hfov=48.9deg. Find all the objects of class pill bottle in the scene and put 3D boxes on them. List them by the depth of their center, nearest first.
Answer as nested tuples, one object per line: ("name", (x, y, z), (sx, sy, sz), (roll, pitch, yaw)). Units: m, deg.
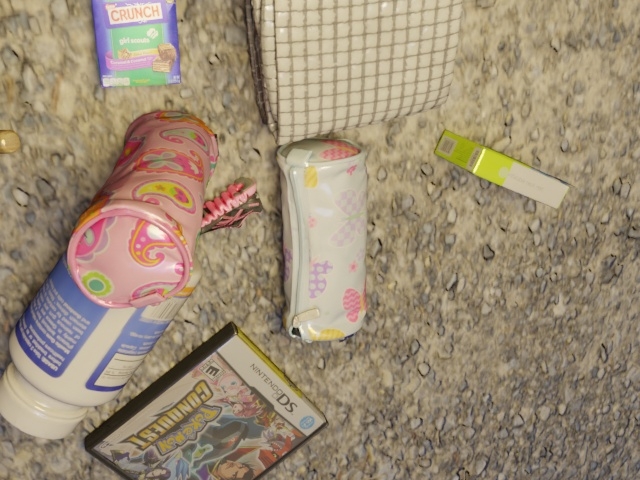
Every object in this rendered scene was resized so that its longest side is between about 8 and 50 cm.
("pill bottle", (-0.279, 0.103, 0.860), (0.152, 0.152, 0.272), (32, 101, -29))

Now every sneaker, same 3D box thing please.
("sneaker", (-0.127, -0.030, 0.918), (0.119, 0.047, 0.057), (-31, 132, -2))

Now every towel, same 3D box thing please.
("towel", (0.031, -0.269, 0.799), (0.235, 0.121, 0.283), (-13, 131, -12))

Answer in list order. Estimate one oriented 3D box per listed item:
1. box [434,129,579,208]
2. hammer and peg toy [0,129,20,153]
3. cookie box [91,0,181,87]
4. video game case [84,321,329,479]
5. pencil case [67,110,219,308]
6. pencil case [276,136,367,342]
("box", (0.260, -0.097, 0.985), (0.178, 0.109, 0.042), (18, 103, -26))
("hammer and peg toy", (-0.425, -0.181, 0.601), (0.361, 0.266, 0.127), (44, 53, -59))
("cookie box", (-0.207, -0.230, 0.791), (0.092, 0.040, 0.107), (-7, 116, -16))
("video game case", (-0.162, 0.287, 1.058), (0.275, 0.035, 0.248), (-39, 121, 1))
("pencil case", (-0.177, -0.044, 0.754), (0.124, 0.284, 0.124), (-1, 119, -2))
("pencil case", (0.000, 0.000, 0.933), (0.124, 0.113, 0.273), (-19, 121, -36))
